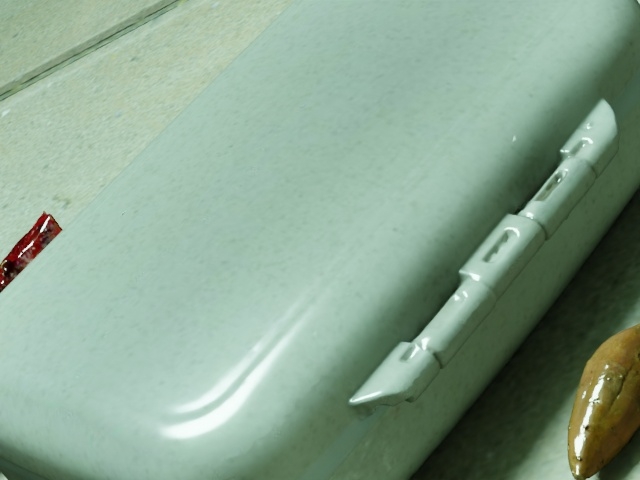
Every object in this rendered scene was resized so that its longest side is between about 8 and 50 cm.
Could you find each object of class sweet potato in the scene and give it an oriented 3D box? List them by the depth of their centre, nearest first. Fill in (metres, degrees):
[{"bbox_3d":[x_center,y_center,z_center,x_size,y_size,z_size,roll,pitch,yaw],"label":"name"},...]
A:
[{"bbox_3d":[0.126,0.067,0.733,0.034,0.034,0.095,-5,39,46],"label":"sweet potato"}]

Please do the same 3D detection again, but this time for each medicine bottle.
[{"bbox_3d":[0.000,0.000,0.870,0.282,0.123,0.375,14,53,45],"label":"medicine bottle"}]

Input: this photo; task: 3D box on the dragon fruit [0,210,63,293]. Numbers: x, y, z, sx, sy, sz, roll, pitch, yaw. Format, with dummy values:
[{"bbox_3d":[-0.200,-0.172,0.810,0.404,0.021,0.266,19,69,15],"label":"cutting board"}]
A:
[{"bbox_3d":[-0.192,0.068,1.065,0.162,0.083,0.106,-63,14,-12],"label":"dragon fruit"}]
